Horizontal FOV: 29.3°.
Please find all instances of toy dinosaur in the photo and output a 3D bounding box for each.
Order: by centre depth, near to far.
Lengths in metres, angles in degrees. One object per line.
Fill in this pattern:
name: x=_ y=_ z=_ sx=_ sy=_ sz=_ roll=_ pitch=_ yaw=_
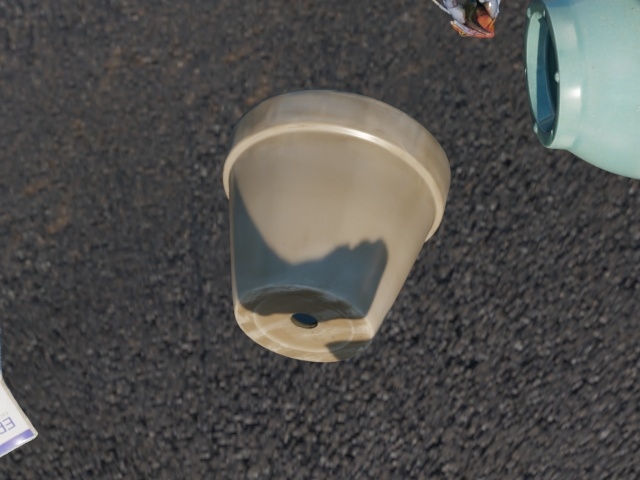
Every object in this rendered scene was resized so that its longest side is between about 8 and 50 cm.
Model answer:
toy dinosaur: x=0.089 y=-0.133 z=0.736 sx=0.047 sy=0.082 sz=0.090 roll=-8 pitch=61 yaw=19

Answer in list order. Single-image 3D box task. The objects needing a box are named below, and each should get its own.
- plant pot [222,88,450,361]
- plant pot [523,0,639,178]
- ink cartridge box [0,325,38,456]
plant pot: x=0.000 y=0.000 z=1.679 sx=0.323 sy=0.323 sz=0.280 roll=11 pitch=55 yaw=4
plant pot: x=0.341 y=-0.199 z=1.381 sx=0.196 sy=0.293 sz=0.293 roll=-6 pitch=61 yaw=-3
ink cartridge box: x=-0.338 y=0.024 z=0.808 sx=0.165 sy=0.065 sz=0.332 roll=-29 pitch=103 yaw=5
